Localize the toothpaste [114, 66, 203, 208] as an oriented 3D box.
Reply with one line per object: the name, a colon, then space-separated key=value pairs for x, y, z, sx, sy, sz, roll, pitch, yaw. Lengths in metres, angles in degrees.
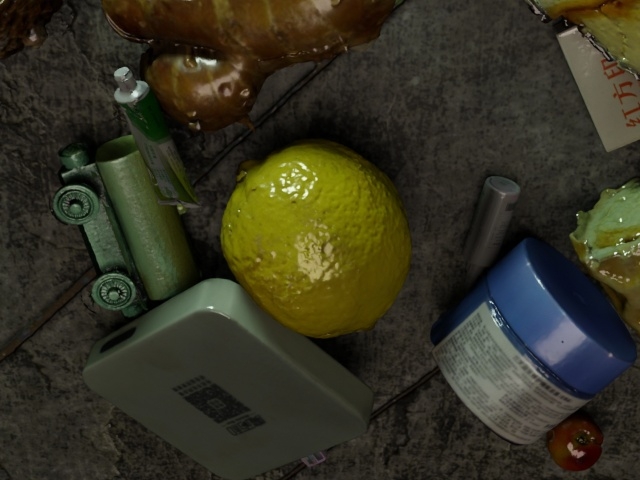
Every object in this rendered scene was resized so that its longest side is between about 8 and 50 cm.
toothpaste: x=-0.236 y=-0.138 z=1.484 sx=0.078 sy=0.047 sz=0.248 roll=4 pitch=136 yaw=24

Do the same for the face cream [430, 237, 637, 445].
face cream: x=0.319 y=0.157 z=1.618 sx=0.249 sy=0.249 sz=0.225 roll=39 pitch=112 yaw=-18

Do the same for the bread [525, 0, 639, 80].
bread: x=0.491 y=-0.393 z=1.381 sx=0.346 sy=0.242 sz=0.405 roll=49 pitch=141 yaw=-13

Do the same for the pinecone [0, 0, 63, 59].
pinecone: x=-0.457 y=-0.354 z=1.366 sx=0.264 sy=0.264 sz=0.264 roll=1 pitch=120 yaw=2

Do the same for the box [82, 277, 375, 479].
box: x=-0.149 y=0.237 z=1.711 sx=0.367 sy=0.091 sz=0.373 roll=-27 pitch=124 yaw=37

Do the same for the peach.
peach: x=0.438 y=0.349 z=1.818 sx=0.100 sy=0.101 sz=0.101 roll=1 pitch=120 yaw=2

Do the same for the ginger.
ginger: x=-0.082 y=-0.272 z=1.432 sx=0.418 sy=0.176 sz=0.254 roll=-9 pitch=117 yaw=17

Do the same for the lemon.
lemon: x=0.000 y=0.000 z=1.534 sx=0.268 sy=0.268 sz=0.322 roll=-37 pitch=111 yaw=21

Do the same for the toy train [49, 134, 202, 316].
toy train: x=-0.295 y=-0.017 z=1.616 sx=0.189 sy=0.126 sz=0.308 roll=-11 pitch=118 yaw=8

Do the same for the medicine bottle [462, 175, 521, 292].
medicine bottle: x=0.256 y=-0.002 z=1.640 sx=0.057 sy=0.058 sz=0.199 roll=11 pitch=120 yaw=-4

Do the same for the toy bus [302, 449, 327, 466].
toy bus: x=-0.037 y=0.343 z=1.862 sx=0.052 sy=0.037 sz=0.131 roll=-24 pitch=115 yaw=19

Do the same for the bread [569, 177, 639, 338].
bread: x=0.530 y=0.032 z=1.573 sx=0.238 sy=0.196 sz=0.252 roll=-24 pitch=114 yaw=20

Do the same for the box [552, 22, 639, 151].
box: x=0.532 y=-0.286 z=1.467 sx=0.365 sy=0.051 sz=0.205 roll=-23 pitch=116 yaw=15
